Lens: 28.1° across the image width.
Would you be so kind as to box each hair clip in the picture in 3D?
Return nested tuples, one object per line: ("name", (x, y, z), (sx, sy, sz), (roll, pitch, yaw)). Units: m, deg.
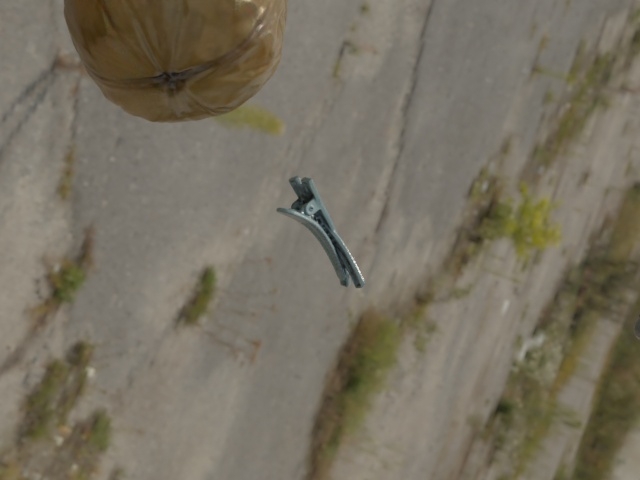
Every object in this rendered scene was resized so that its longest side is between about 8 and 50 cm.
("hair clip", (-0.001, 0.000, 1.107), (0.039, 0.030, 0.115), (-44, 118, -21))

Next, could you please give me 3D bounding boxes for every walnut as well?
("walnut", (-0.116, -0.207, 1.076), (0.195, 0.195, 0.221), (92, 9, -48))

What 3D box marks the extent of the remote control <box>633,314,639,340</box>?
("remote control", (0.378, 0.092, 1.093), (0.107, 0.044, 0.377), (-27, -171, -2))
